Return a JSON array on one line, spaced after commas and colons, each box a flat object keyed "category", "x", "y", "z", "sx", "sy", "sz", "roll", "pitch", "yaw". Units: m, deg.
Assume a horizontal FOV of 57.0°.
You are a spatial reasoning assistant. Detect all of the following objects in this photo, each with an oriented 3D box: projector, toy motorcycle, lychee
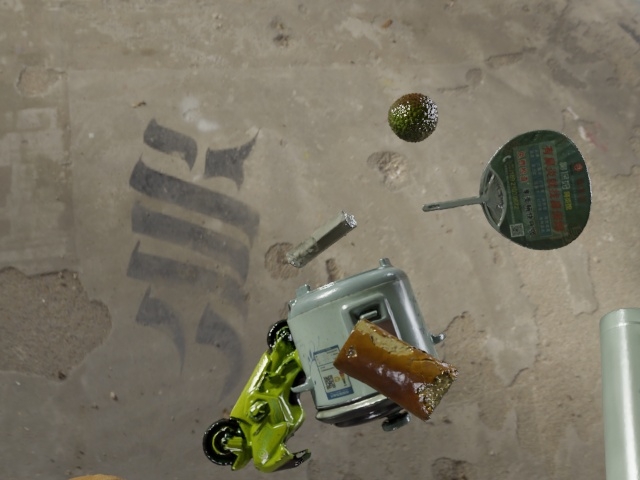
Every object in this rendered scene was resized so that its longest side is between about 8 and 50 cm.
[{"category": "projector", "x": 0.516, "y": 0.273, "z": 0.957, "sx": 0.108, "sy": 0.108, "sz": 0.337, "roll": 23, "pitch": 52, "yaw": -6}, {"category": "toy motorcycle", "x": -0.079, "y": 0.334, "z": 1.226, "sx": 0.206, "sy": 0.142, "sz": 0.342, "roll": 33, "pitch": 72, "yaw": -6}, {"category": "lychee", "x": 0.208, "y": -0.277, "z": 1.332, "sx": 0.114, "sy": 0.114, "sz": 0.146, "roll": 42, "pitch": 31, "yaw": 3}]

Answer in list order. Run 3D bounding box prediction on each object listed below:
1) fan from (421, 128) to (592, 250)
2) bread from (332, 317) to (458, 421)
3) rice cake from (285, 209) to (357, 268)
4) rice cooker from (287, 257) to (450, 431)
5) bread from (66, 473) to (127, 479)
[{"category": "fan", "x": 0.376, "y": -0.065, "z": 1.116, "sx": 0.294, "sy": 0.012, "sz": 0.223, "roll": -38, "pitch": 87, "yaw": 11}, {"category": "bread", "x": 0.054, "y": 0.093, "z": 0.433, "sx": 0.083, "sy": 0.036, "sz": 0.047, "roll": 28, "pitch": 106, "yaw": 13}, {"category": "rice cake", "x": 0.000, "y": 0.000, "z": 1.510, "sx": 0.057, "sy": 0.256, "sz": 0.052, "roll": 29, "pitch": 47, "yaw": -24}, {"category": "rice cooker", "x": 0.084, "y": 0.203, "z": 1.089, "sx": 0.317, "sy": 0.264, "sz": 0.316, "roll": 2, "pitch": 76, "yaw": -10}, {"category": "bread", "x": -0.401, "y": 0.476, "z": 0.977, "sx": 0.252, "sy": 0.133, "sz": 0.174, "roll": -27, "pitch": 109, "yaw": -18}]
